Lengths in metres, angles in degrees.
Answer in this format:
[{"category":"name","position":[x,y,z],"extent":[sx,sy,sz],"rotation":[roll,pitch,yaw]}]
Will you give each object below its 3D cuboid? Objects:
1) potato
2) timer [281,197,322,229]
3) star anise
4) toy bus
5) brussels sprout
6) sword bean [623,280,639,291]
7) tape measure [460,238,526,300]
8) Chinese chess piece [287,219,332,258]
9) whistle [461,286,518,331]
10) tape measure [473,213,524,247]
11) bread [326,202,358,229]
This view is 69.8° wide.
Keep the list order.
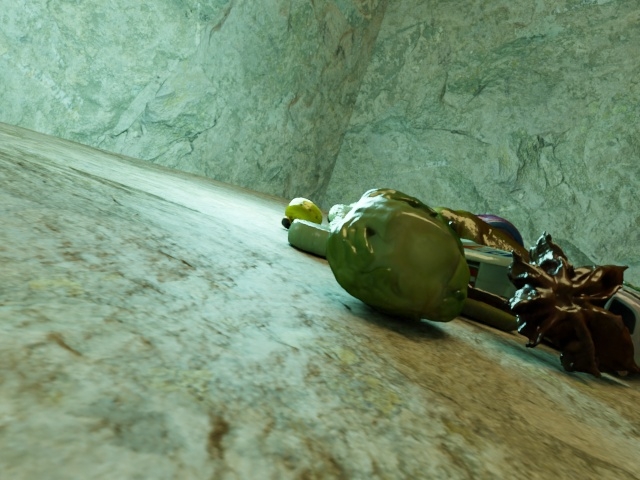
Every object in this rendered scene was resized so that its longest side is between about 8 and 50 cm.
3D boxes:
[{"category":"potato","position":[0.429,0.046,1.244],"extent":[0.369,0.177,0.195],"rotation":[29,31,9]},{"category":"timer","position":[-0.041,-0.071,1.263],"extent":[0.107,0.109,0.107],"rotation":[23,-36,17]},{"category":"star anise","position":[0.332,0.075,0.698],"extent":[0.346,0.148,0.237],"rotation":[35,56,26]},{"category":"toy bus","position":[0.540,0.151,0.839],"extent":[0.305,0.143,0.179],"rotation":[14,10,-42]},{"category":"brussels sprout","position":[0.112,0.028,0.628],"extent":[0.223,0.161,0.223],"rotation":[40,9,-8]},{"category":"sword bean","position":[0.510,0.069,0.775],"extent":[0.012,0.012,0.083],"rotation":[16,14,-26]},{"category":"tape measure","position":[0.299,0.068,0.963],"extent":[0.246,0.125,0.243],"rotation":[19,12,32]},{"category":"Chinese chess piece","position":[0.000,0.000,0.988],"extent":[0.144,0.059,0.144],"rotation":[18,4,-1]},{"category":"whistle","position":[0.199,0.084,0.814],"extent":[0.326,0.057,0.068],"rotation":[19,6,1]},{"category":"tape measure","position":[0.483,0.029,1.405],"extent":[0.245,0.232,0.149],"rotation":[22,5,-6]},{"category":"bread","position":[0.129,-0.030,1.250],"extent":[0.286,0.056,0.207],"rotation":[9,41,-33]}]
